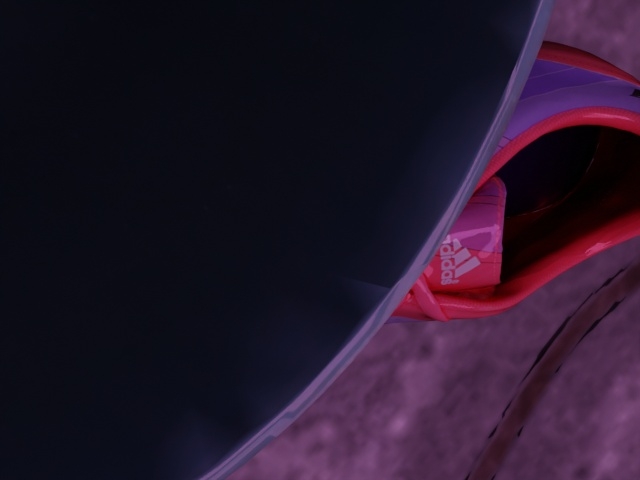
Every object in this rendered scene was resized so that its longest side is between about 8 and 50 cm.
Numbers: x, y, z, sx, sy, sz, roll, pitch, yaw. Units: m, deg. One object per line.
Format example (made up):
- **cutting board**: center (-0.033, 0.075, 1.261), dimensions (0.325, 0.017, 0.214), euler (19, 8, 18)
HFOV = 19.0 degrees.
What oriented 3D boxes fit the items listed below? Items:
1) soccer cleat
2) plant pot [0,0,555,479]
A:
- **soccer cleat**: center (0.000, 0.000, 0.572), dimensions (0.248, 0.095, 0.083), euler (-20, 117, -22)
- **plant pot**: center (-0.133, -0.099, 0.377), dimensions (0.293, 0.235, 0.293), euler (-10, 112, -26)
